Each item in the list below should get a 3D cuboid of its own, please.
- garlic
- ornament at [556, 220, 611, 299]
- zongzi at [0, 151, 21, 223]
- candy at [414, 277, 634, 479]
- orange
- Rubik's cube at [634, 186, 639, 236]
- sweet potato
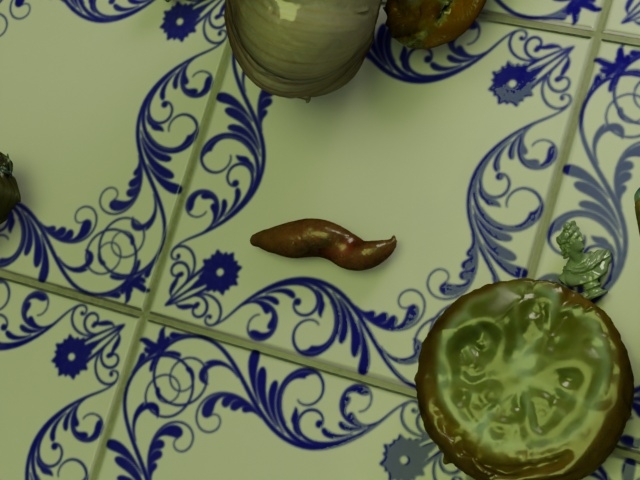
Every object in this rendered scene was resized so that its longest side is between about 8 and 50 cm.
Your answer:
[{"bbox_3d":[-0.012,-0.331,1.670,0.241,0.322,0.322,30,89,21],"label":"garlic"},{"bbox_3d":[0.317,0.027,1.600,0.092,0.041,0.068,41,99,14],"label":"ornament"},{"bbox_3d":[-0.529,0.016,1.865,0.251,0.125,0.274,-15,75,23],"label":"zongzi"},{"bbox_3d":[0.240,0.170,1.553,0.260,0.118,0.260,-4,76,16],"label":"candy"},{"bbox_3d":[0.156,-0.323,1.701,0.170,0.112,0.160,-32,54,57],"label":"orange"},{"bbox_3d":[0.531,0.088,1.339,0.351,0.347,0.352,-18,72,15],"label":"Rubik's cube"},{"bbox_3d":[-0.001,0.002,1.713,0.202,0.058,0.055,9,60,22],"label":"sweet potato"}]
